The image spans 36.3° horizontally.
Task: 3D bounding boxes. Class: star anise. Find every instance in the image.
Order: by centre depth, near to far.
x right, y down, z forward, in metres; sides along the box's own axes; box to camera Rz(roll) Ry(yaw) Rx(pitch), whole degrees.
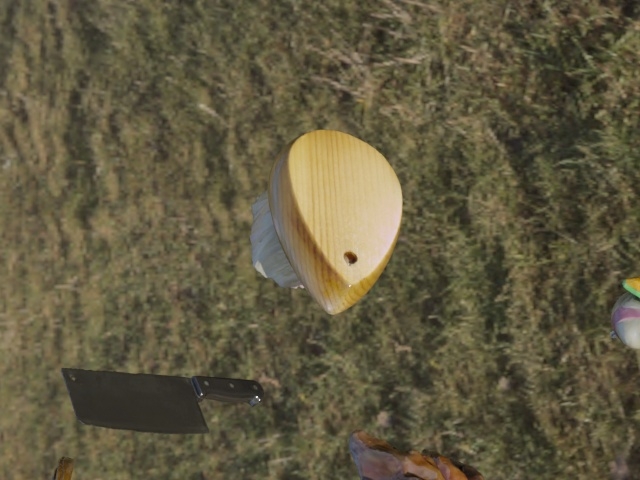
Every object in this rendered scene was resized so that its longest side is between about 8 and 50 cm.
[{"bbox_3d":[0.167,0.325,1.054,0.349,0.292,0.109,39,134,5],"label":"star anise"}]

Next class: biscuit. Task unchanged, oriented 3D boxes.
[{"bbox_3d":[-0.305,0.307,1.113,0.175,0.026,0.124,158,123,-76],"label":"biscuit"}]

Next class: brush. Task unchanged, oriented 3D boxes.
[{"bbox_3d":[0.000,0.000,1.237,0.166,0.174,0.267,124,155,-43],"label":"brush"}]

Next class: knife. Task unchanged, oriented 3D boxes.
[{"bbox_3d":[-0.141,0.161,0.959,0.019,0.245,0.072,-47,53,27],"label":"knife"}]

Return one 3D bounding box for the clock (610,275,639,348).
[{"bbox_3d":[0.502,0.125,1.386,0.144,0.231,0.103,-40,24,22],"label":"clock"}]
